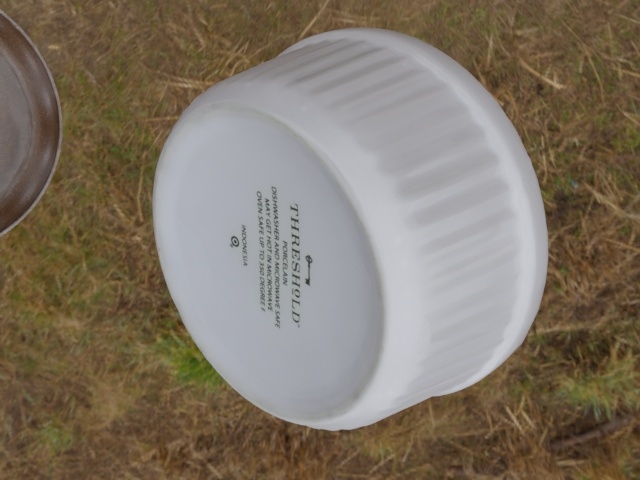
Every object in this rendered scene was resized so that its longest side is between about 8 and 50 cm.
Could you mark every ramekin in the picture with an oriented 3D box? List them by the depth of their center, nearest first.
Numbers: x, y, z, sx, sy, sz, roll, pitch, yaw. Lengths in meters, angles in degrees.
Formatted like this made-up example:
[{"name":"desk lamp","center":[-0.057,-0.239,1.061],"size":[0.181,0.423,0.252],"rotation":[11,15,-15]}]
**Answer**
[{"name":"ramekin","center":[0.000,0.000,0.483],"size":[0.273,0.127,0.272],"rotation":[20,121,38]}]

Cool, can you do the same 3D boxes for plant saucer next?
[{"name":"plant saucer","center":[-0.450,-0.132,0.784],"size":[0.311,0.050,0.310],"rotation":[-6,101,-31]}]
